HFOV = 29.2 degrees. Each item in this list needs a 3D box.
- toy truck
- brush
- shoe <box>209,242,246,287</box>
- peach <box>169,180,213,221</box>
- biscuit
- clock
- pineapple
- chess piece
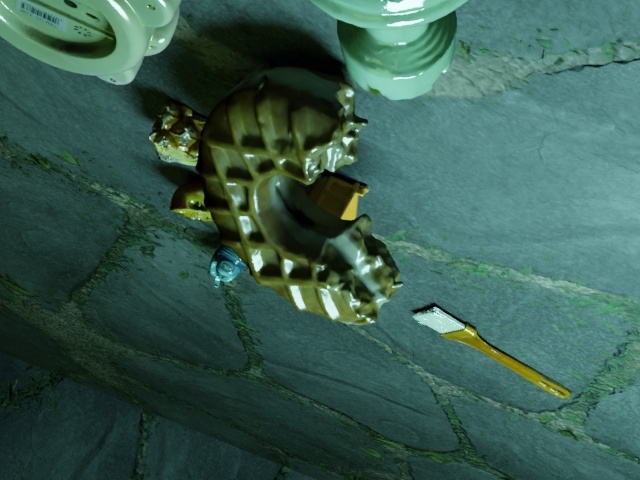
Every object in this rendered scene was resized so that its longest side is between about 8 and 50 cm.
[{"bbox_3d":[0.000,0.000,1.852,0.135,0.114,0.270,26,156,10],"label":"toy truck"},{"bbox_3d":[0.301,0.195,2.094,0.314,0.017,0.090,31,160,-14],"label":"brush"},{"bbox_3d":[-0.155,0.032,2.135,0.064,0.071,0.143,30,153,-13],"label":"shoe"},{"bbox_3d":[-0.192,-0.063,1.974,0.098,0.061,0.098,9,175,1],"label":"peach"},{"bbox_3d":[-0.040,-0.064,1.606,0.268,0.115,0.366,12,130,34],"label":"biscuit"},{"bbox_3d":[-0.306,-0.308,1.467,0.284,0.114,0.309,23,161,-8],"label":"clock"},{"bbox_3d":[-0.197,-0.139,1.797,0.137,0.069,0.116,36,155,-29],"label":"pineapple"},{"bbox_3d":[0.070,-0.242,1.159,0.195,0.194,0.299,21,167,11],"label":"chess piece"}]
